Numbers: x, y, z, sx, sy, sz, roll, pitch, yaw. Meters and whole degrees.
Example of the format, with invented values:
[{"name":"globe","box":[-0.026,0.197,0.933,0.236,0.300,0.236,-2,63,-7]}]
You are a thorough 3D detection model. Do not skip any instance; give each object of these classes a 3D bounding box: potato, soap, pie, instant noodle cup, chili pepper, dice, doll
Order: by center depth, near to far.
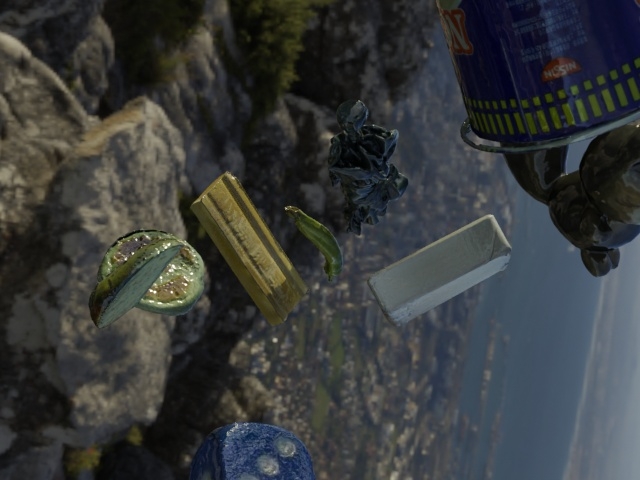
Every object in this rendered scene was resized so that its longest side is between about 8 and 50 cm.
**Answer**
[{"name":"instant noodle cup","box":[0.215,-0.284,0.895,0.312,0.284,0.284,63,33,-21]},{"name":"soap","box":[0.157,0.043,1.211,0.063,0.183,0.121,63,2,15]},{"name":"dice","box":[-0.096,0.339,1.250,0.143,0.146,0.146,-59,-147,38]},{"name":"soap","box":[-0.112,0.013,1.497,0.252,0.037,0.092,57,44,-18]},{"name":"potato","box":[-0.315,0.060,1.533,0.198,0.054,0.119,-48,167,-11]},{"name":"chili pepper","box":[0.001,0.000,1.651,0.043,0.049,0.208,-61,140,-29]},{"name":"doll","box":[0.499,-0.150,1.658,0.252,0.379,0.382,-42,165,-42]},{"name":"pie","box":[-0.368,0.070,2.011,0.054,0.241,0.240,109,6,-47]}]

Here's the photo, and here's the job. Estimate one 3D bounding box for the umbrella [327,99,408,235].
[{"name":"umbrella","box":[0.078,-0.126,1.576,0.143,0.094,0.348,-59,162,-18]}]
